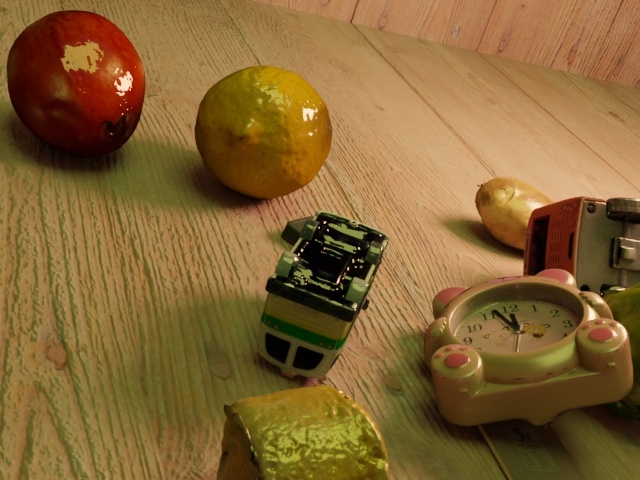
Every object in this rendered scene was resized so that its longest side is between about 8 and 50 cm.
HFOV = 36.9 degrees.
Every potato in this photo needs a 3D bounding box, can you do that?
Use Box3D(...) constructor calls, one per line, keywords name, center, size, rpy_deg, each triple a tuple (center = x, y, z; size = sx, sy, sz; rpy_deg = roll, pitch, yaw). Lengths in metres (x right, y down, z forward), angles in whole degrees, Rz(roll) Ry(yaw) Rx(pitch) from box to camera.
Box3D(name="potato", center=(0.425, -0.044, 1.995), size=(0.235, 0.128, 0.161), rpy_deg=(15, 42, -19))

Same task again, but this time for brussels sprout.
Box3D(name="brussels sprout", center=(0.544, 0.175, 1.516), size=(0.259, 0.227, 0.294), rpy_deg=(8, -9, -12))

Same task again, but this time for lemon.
Box3D(name="lemon", center=(-0.102, -0.204, 1.796), size=(0.253, 0.253, 0.310), rpy_deg=(26, 11, 13))

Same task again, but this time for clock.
Box3D(name="clock", center=(0.296, 0.148, 1.437), size=(0.284, 0.114, 0.309), rpy_deg=(-12, 24, 5))

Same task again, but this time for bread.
Box3D(name="bread", center=(-0.019, 0.253, 1.040), size=(0.170, 0.197, 0.197), rpy_deg=(0, 32, -22))

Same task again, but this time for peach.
Box3D(name="peach", center=(-0.431, -0.275, 1.730), size=(0.281, 0.238, 0.281), rpy_deg=(55, 6, -8))

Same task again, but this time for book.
Box3D(name="book", center=(0.298, 0.301, 1.351), size=(0.127, 0.014, 0.182), rpy_deg=(8, 29, -22))

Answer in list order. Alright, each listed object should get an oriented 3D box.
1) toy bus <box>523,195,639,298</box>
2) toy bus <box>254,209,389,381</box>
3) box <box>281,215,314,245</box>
Box3D(name="toy bus", center=(0.608, 0.046, 1.808), size=(0.427, 0.203, 0.233), rpy_deg=(9, -6, -21))
Box3D(name="toy bus", center=(0.003, 0.076, 1.415), size=(0.133, 0.165, 0.276), rpy_deg=(21, 25, 7))
Box3D(name="box", center=(0.000, 0.000, 1.709), size=(0.126, 0.031, 0.091), rpy_deg=(34, 29, 30))
